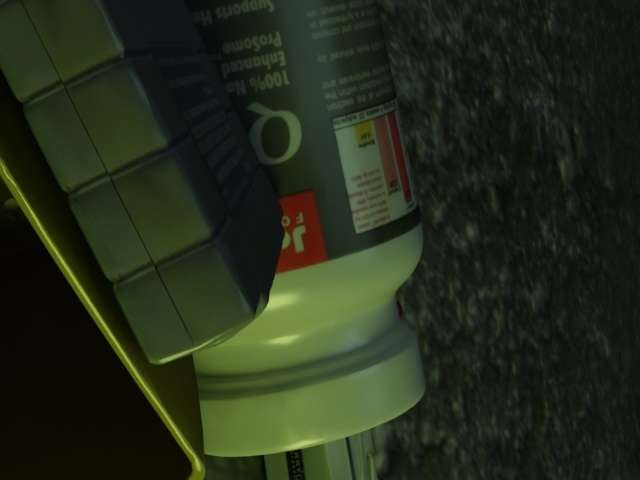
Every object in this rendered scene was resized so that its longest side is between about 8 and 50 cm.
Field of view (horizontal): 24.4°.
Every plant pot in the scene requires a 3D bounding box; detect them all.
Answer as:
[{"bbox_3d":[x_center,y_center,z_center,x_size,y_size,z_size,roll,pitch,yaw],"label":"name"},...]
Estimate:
[{"bbox_3d":[-0.185,0.006,0.713,0.187,0.212,0.212,-89,157,-51],"label":"plant pot"}]

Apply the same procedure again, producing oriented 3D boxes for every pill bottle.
[{"bbox_3d":[-0.046,-0.056,0.993,0.210,0.210,0.363,-29,108,-63],"label":"pill bottle"}]

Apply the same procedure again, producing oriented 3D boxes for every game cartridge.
[{"bbox_3d":[-0.090,-0.075,0.706,0.355,0.068,0.230,-85,154,-83],"label":"game cartridge"}]

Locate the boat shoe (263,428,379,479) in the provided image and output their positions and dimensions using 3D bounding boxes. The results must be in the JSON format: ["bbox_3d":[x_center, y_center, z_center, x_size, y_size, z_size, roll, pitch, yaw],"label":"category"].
[{"bbox_3d":[0.006,0.201,1.158,0.088,0.096,0.268,10,65,-48],"label":"boat shoe"}]

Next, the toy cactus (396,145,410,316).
[{"bbox_3d":[0.000,0.000,1.183,0.180,0.112,0.219,-39,125,-45],"label":"toy cactus"}]
